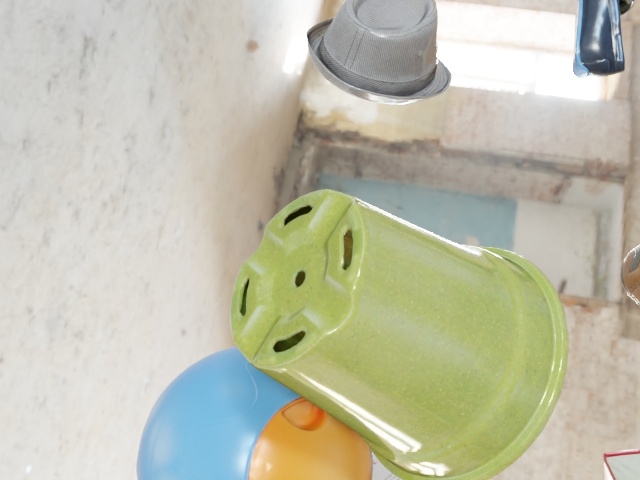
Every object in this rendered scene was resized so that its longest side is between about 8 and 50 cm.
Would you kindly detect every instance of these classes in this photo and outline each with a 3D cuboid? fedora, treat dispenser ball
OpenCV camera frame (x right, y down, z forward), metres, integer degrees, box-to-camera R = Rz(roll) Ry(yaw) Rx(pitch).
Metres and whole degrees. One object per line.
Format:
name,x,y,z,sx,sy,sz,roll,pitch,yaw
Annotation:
fedora,0.110,-0.335,1.285,0.275,0.244,0.124,-30,152,-42
treat dispenser ball,-0.079,0.273,0.982,0.288,0.288,0.288,8,90,-83

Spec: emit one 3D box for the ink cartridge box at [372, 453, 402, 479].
ink cartridge box,0.142,0.485,1.360,0.198,0.273,0.114,-27,110,-42

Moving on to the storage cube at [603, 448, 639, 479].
storage cube,0.496,0.403,1.055,0.215,0.184,0.193,-74,155,-74

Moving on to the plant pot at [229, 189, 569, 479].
plant pot,0.059,0.083,0.799,0.254,0.276,0.276,30,60,-36

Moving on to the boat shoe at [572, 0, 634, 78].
boat shoe,0.458,-0.377,1.280,0.109,0.089,0.258,31,66,-75

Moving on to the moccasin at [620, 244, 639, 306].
moccasin,0.623,0.132,1.200,0.147,0.380,0.139,-32,-166,47
